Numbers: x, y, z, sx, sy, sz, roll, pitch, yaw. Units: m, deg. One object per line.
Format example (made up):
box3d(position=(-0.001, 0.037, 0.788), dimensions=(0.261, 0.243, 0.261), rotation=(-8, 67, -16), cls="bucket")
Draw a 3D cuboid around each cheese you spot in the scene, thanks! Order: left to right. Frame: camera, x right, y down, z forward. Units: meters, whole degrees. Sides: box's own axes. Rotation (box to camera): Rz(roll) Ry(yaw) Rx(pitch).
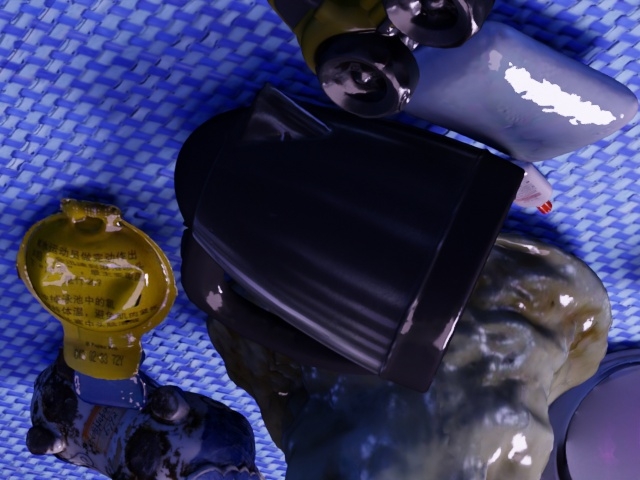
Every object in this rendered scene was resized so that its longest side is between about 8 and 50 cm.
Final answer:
box3d(position=(-0.207, 0.061, 1.782), dimensions=(0.156, 0.064, 0.250), rotation=(9, 128, 10), cls="cheese")

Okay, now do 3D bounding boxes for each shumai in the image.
box3d(position=(0.090, 0.177, 1.811), dimensions=(0.397, 0.323, 0.324), rotation=(4, 149, -9), cls="shumai")

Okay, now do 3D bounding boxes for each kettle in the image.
box3d(position=(0.007, -0.015, 1.597), dimensions=(0.271, 0.207, 0.251), rotation=(25, 168, 4), cls="kettle")

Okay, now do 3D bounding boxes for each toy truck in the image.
box3d(position=(0.036, -0.203, 1.320), dimensions=(0.165, 0.147, 0.224), rotation=(32, 146, -9), cls="toy truck")

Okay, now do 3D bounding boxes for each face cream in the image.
box3d(position=(0.186, -0.047, 1.716), dimensions=(0.040, 0.021, 0.083), rotation=(-17, 148, 25), cls="face cream")

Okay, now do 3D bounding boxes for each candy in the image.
box3d(position=(0.152, -0.118, 1.529), dimensions=(0.174, 0.071, 0.138), rotation=(21, 153, -35), cls="candy")

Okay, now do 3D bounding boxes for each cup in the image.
box3d(position=(0.362, 0.297, 2.124), dimensions=(0.253, 0.253, 0.371), rotation=(-6, 154, 6), cls="cup")

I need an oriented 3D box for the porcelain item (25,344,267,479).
box3d(position=(-0.171, 0.206, 1.951), dimensions=(0.288, 0.138, 0.186), rotation=(21, 178, 40), cls="porcelain item")
